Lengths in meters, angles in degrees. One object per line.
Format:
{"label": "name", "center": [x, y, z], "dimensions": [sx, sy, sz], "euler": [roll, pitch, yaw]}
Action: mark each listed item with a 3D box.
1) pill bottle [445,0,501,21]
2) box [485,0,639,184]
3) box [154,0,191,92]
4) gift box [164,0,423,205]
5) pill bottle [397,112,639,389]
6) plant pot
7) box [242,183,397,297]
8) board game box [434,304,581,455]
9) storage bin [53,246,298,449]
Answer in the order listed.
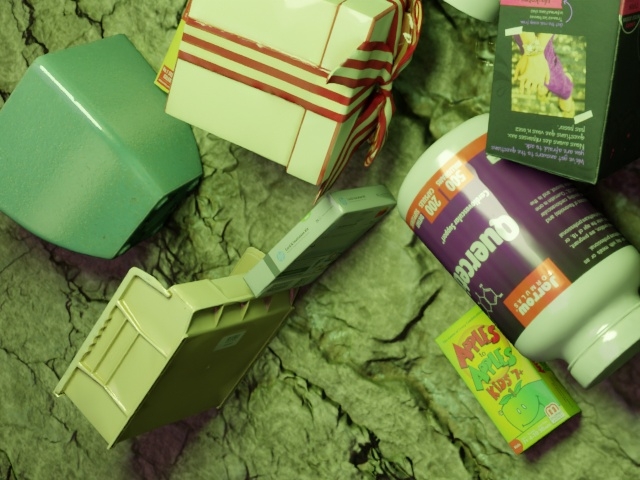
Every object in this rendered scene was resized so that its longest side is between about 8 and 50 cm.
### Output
{"label": "pill bottle", "center": [0.229, -0.410, 1.299], "dimensions": [0.160, 0.160, 0.283], "euler": [45, 116, 22]}
{"label": "box", "center": [0.289, -0.220, 1.198], "dimensions": [0.143, 0.165, 0.270], "euler": [20, 120, 34]}
{"label": "box", "center": [-0.157, -0.311, 1.624], "dimensions": [0.087, 0.058, 0.232], "euler": [38, 114, 24]}
{"label": "gift box", "center": [-0.025, -0.218, 1.382], "dimensions": [0.258, 0.276, 0.255], "euler": [24, 124, 10]}
{"label": "pill bottle", "center": [0.251, 0.014, 1.313], "dimensions": [0.323, 0.181, 0.181], "euler": [50, 118, 20]}
{"label": "plant pot", "center": [-0.326, -0.121, 1.656], "dimensions": [0.252, 0.248, 0.247], "euler": [43, 117, 2]}
{"label": "box", "center": [0.000, 0.000, 1.499], "dimensions": [0.186, 0.145, 0.038], "euler": [-43, 74, 30]}
{"label": "board game box", "center": [0.238, 0.172, 1.420], "dimensions": [0.092, 0.043, 0.181], "euler": [-44, 71, 29]}
{"label": "storage bin", "center": [-0.194, 0.140, 1.571], "dimensions": [0.123, 0.262, 0.260], "euler": [45, 117, 21]}
